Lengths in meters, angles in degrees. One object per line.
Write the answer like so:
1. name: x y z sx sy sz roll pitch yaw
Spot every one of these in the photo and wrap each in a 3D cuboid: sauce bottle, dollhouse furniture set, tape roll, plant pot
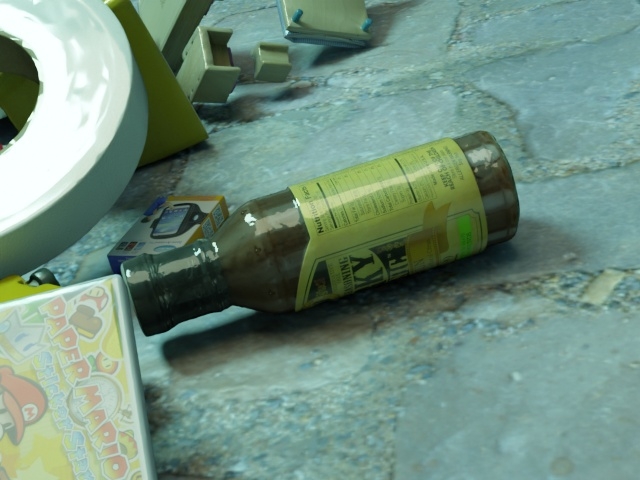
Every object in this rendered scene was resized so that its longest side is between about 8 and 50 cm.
1. sauce bottle: 0.000 0.000 0.956 0.345 0.111 0.111 -18 29 -5
2. dollhouse furniture set: -0.071 -0.288 1.525 0.304 0.198 0.286 0 63 -26
3. tape roll: -0.371 -0.121 1.097 0.392 0.072 0.391 -4 57 6
4. plant pot: -0.294 -0.186 1.328 0.187 0.212 0.212 -35 33 -9

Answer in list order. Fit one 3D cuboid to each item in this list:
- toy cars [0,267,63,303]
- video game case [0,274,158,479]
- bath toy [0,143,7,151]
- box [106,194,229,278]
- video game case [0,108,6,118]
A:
1. toy cars: -0.338 0.111 0.934 0.394 0.087 0.176 -12 22 10
2. video game case: -0.224 0.147 0.766 0.207 0.026 0.226 -14 59 -2
3. bath toy: -0.452 -0.017 1.158 0.348 0.129 0.151 -18 63 -6
4. box: -0.158 -0.003 1.109 0.081 0.028 0.136 0 30 22
5. video game case: -0.402 -0.237 1.528 0.244 0.061 0.270 -32 20 -28
